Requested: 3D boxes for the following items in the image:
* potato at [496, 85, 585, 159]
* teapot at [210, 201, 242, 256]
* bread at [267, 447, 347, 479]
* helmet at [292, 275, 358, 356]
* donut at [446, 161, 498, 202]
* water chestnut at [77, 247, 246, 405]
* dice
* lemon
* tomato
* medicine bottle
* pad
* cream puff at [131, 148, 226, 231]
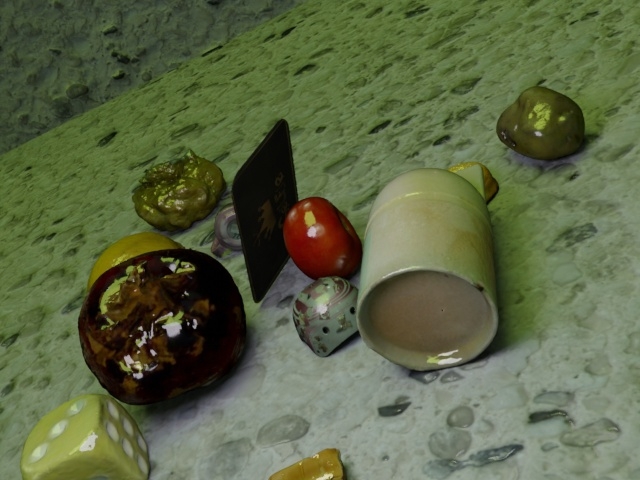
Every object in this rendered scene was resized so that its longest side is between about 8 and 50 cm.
[{"bbox_3d":[0.477,-0.251,1.614,0.155,0.137,0.200,-61,32,7],"label":"potato"},{"bbox_3d":[-0.218,-0.032,1.919,0.116,0.148,0.146,5,16,-12],"label":"teapot"},{"bbox_3d":[-0.020,0.380,1.175,0.132,0.053,0.074,-26,31,10],"label":"bread"},{"bbox_3d":[0.009,0.129,1.469,0.153,0.107,0.177,-38,32,-8],"label":"helmet"},{"bbox_3d":[0.307,-0.114,1.625,0.151,0.058,0.152,-22,33,15],"label":"donut"},{"bbox_3d":[-0.313,0.154,1.468,0.334,0.347,0.336,1,66,-2],"label":"water chestnut"},{"bbox_3d":[-0.428,0.400,1.372,0.169,0.169,0.166,-29,31,1],"label":"dice"},{"bbox_3d":[-0.421,0.105,1.744,0.235,0.236,0.263,-15,11,22],"label":"lemon"},{"bbox_3d":[0.000,0.000,1.579,0.136,0.195,0.195,-33,30,11],"label":"tomato"},{"bbox_3d":[0.196,0.009,1.361,0.235,0.236,0.406,-16,33,21],"label":"medicine bottle"},{"bbox_3d":[-0.069,-0.072,1.613,0.063,0.376,0.315,15,50,19],"label":"pad"},{"bbox_3d":[-0.420,-0.157,2.170,0.281,0.185,0.282,-19,36,14],"label":"cream puff"}]
